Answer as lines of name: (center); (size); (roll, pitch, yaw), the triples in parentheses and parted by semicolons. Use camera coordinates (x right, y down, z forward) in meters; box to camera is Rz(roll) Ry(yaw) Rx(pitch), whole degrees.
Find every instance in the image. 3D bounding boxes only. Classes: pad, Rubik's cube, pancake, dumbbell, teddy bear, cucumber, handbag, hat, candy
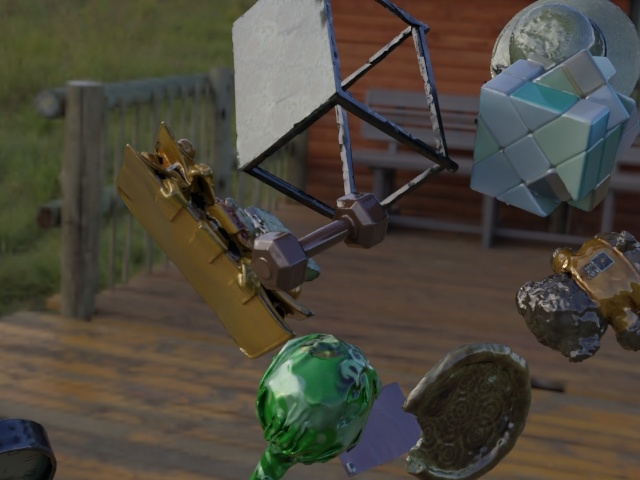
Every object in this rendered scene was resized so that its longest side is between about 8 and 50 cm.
pad: (0.083, 0.285, 1.692); (0.188, 0.006, 0.113); (-11, 64, -44)
Rubik's cube: (0.349, -0.176, 1.637); (0.224, 0.265, 0.213); (26, 42, 29)
pancake: (0.203, 0.242, 1.527); (0.212, 0.235, 0.029); (-23, 32, -16)
dumbbell: (0.000, 0.000, 1.632); (0.231, 0.092, 0.082); (-26, 48, -38)
teddy bear: (0.347, 0.069, 1.404); (0.190, 0.140, 0.177); (-35, 57, -15)
cucumber: (-0.081, 0.017, 2.026); (0.078, 0.062, 0.211); (19, 20, -37)
handbag: (-0.171, 0.001, 1.822); (0.133, 0.401, 0.283); (-38, 1, -13)
hat: (0.381, -0.311, 1.794); (0.257, 0.257, 0.130); (11, -9, 28)
candy: (-0.063, 0.215, 0.873); (0.097, 0.323, 0.097); (32, 10, -6)

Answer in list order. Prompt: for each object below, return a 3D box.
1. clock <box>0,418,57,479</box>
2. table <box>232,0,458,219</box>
clock: (-0.361, 0.253, 1.139); (0.184, 0.184, 0.040); (-9, 54, -41)
table: (0.033, -0.234, 1.783); (0.272, 0.222, 0.335); (27, 42, -35)
